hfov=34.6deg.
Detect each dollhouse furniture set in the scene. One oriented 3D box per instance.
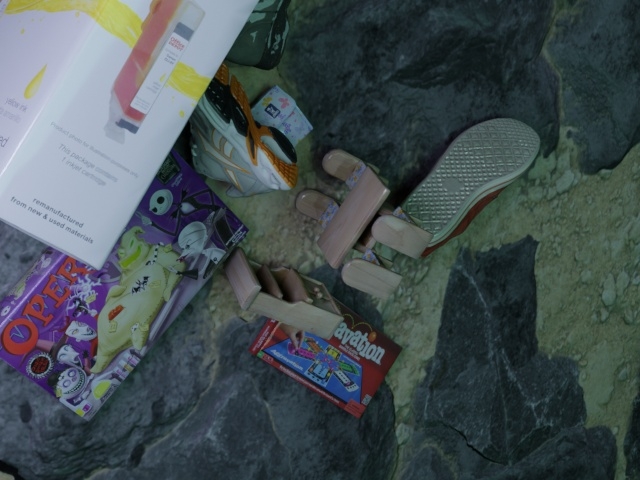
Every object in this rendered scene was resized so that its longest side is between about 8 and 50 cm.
[{"bbox_3d":[0.000,0.000,1.463,0.161,0.212,0.242,24,110,-31],"label":"dollhouse furniture set"}]

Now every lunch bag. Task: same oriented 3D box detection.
[{"bbox_3d":[-0.063,-0.166,1.446,0.071,0.053,0.083,-47,121,-17],"label":"lunch bag"}]

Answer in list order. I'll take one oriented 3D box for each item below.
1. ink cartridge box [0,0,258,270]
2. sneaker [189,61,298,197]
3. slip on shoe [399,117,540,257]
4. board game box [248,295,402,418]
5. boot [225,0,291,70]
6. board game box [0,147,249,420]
[{"bbox_3d":[-0.260,-0.203,1.116,0.160,0.279,0.384,34,85,-42],"label":"ink cartridge box"},{"bbox_3d":[-0.142,-0.140,1.351,0.262,0.121,0.099,50,30,-37],"label":"sneaker"},{"bbox_3d":[0.240,-0.091,1.702,0.331,0.123,0.101,-43,162,-24],"label":"slip on shoe"},{"bbox_3d":[0.016,0.177,1.670,0.281,0.027,0.145,38,81,-42],"label":"board game box"},{"bbox_3d":[-0.109,-0.343,1.319,0.161,0.083,0.246,5,103,-35],"label":"boot"},{"bbox_3d":[-0.269,0.052,1.371,0.347,0.056,0.208,-51,127,-11],"label":"board game box"}]
